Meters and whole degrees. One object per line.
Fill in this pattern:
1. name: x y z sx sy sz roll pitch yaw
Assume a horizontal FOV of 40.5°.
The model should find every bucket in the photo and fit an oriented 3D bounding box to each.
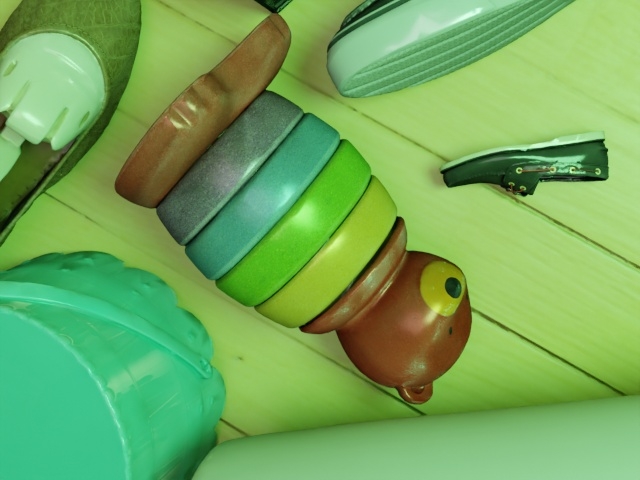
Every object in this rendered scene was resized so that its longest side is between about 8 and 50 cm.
1. bucket: -0.234 0.149 0.710 0.281 0.183 0.281 1 96 9

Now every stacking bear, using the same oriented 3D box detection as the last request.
1. stacking bear: 0.000 0.000 0.673 0.289 0.175 0.164 42 134 -8

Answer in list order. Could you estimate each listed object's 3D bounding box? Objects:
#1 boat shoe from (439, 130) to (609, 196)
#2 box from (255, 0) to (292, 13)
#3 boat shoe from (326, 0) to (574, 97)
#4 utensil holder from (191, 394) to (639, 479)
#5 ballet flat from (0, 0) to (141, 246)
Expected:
1. boat shoe: 0.162 -0.056 0.690 0.132 0.049 0.042 -8 87 6
2. box: -0.006 -0.265 0.645 0.180 0.147 0.078 -39 89 12
3. boat shoe: 0.141 -0.226 0.654 0.335 0.121 0.119 -29 83 0
4. utensil holder: 0.123 0.274 0.596 0.385 0.327 0.328 -6 95 11
5. ballet flat: -0.261 -0.076 0.713 0.116 0.124 0.342 38 101 -21
